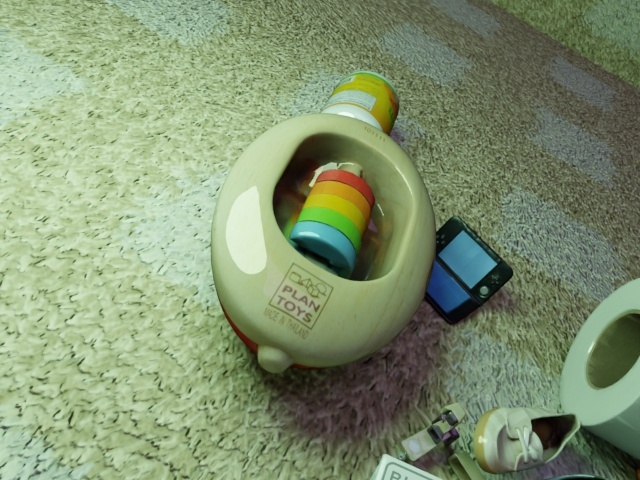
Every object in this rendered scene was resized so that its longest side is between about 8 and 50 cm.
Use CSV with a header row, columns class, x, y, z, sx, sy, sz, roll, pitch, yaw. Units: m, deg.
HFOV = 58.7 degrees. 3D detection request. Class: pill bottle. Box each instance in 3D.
class,x,y,z,sx,sy,sz,roll,pitch,yaw
pill bottle,0.059,-0.205,1.052,0.136,0.136,0.246,27,42,-2

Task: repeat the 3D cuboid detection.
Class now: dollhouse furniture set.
class,x,y,z,sx,sy,sz,roll,pitch,yaw
dollhouse furniture set,0.153,0.273,0.687,0.081,0.091,0.114,-22,64,-24

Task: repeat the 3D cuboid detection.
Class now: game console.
class,x,y,z,sx,sy,sz,roll,pitch,yaw
game console,0.221,0.045,0.940,0.144,0.124,0.085,49,19,20

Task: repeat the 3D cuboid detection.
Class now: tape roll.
class,x,y,z,sx,sy,sz,roll,pitch,yaw
tape roll,0.492,0.196,0.818,0.169,0.246,0.246,31,42,0

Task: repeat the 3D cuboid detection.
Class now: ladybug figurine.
class,x,y,z,sx,sy,sz,roll,pitch,yaw
ladybug figurine,0.000,0.000,0.787,0.305,0.162,0.449,33,45,-4

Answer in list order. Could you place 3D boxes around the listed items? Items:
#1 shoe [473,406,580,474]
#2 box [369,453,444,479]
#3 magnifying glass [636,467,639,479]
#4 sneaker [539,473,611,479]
class,x,y,z,sx,sy,sz,roll,pitch,yaw
shoe,0.269,0.249,0.734,0.219,0.058,0.076,6,68,-46
box,0.074,0.345,0.452,0.169,0.087,0.290,22,46,11
magnifying glass,0.461,0.415,0.749,0.092,0.026,0.231,21,41,-9
sneaker,0.353,0.336,0.657,0.350,0.148,0.131,5,41,-22
